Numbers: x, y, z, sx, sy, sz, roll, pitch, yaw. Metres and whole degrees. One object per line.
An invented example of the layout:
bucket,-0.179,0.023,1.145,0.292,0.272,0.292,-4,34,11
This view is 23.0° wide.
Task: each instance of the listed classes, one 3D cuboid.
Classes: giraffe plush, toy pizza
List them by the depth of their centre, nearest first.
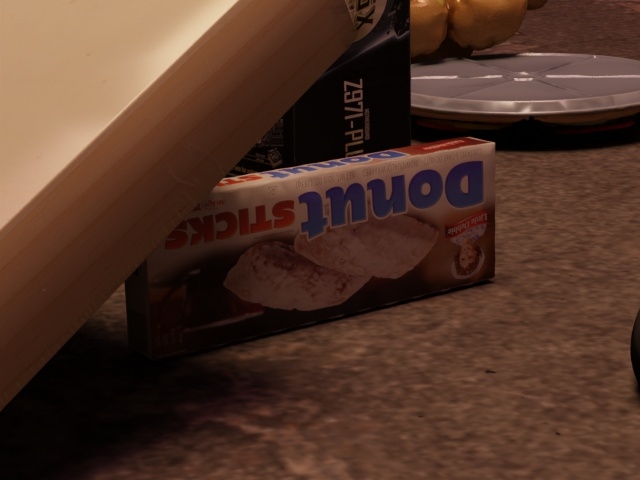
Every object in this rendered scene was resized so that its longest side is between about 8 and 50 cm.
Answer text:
toy pizza,0.136,-0.095,1.055,0.201,0.032,0.201,-2,15,1
giraffe plush,0.073,-0.198,1.218,0.181,0.170,0.210,-11,61,-15

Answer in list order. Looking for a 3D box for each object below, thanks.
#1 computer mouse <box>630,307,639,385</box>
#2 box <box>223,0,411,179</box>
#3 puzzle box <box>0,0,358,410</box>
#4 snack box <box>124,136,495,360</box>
computer mouse,0.191,0.015,0.642,0.071,0.041,0.242,8,17,30
box,-0.043,-0.077,0.787,0.077,0.147,0.180,-15,20,-39
puzzle box,-0.219,-0.040,0.620,0.409,0.052,0.272,13,51,40
snack box,0.000,0.000,0.661,0.178,0.064,0.022,-12,17,-34
